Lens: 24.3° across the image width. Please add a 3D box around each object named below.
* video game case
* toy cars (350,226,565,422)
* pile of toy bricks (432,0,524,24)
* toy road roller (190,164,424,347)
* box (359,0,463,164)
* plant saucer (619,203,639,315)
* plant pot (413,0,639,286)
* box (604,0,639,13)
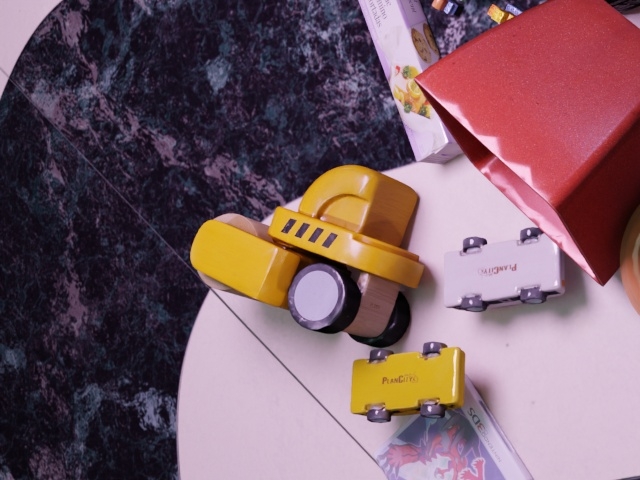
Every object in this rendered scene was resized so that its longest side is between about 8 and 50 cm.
[{"bbox_3d":[0.183,0.319,2.098,0.201,0.023,0.183,-47,60,30],"label":"video game case"},{"bbox_3d":[0.199,0.125,2.040,0.393,0.087,0.176,-50,49,16],"label":"toy cars"},{"bbox_3d":[0.197,-0.361,2.051,0.212,0.105,0.118,41,115,34],"label":"pile of toy bricks"},{"bbox_3d":[0.000,0.000,2.159,0.329,0.202,0.240,20,90,34],"label":"toy road roller"},{"bbox_3d":[0.128,-0.265,2.135,0.063,0.067,0.324,-31,68,35],"label":"box"},{"bbox_3d":[0.436,0.023,1.741,0.200,0.037,0.200,-2,87,41],"label":"plant saucer"},{"bbox_3d":[0.317,-0.149,1.836,0.236,0.267,0.267,-44,59,1],"label":"plant pot"},{"bbox_3d":[0.377,-0.447,1.844,0.242,0.076,0.307,174,95,-73],"label":"box"}]
